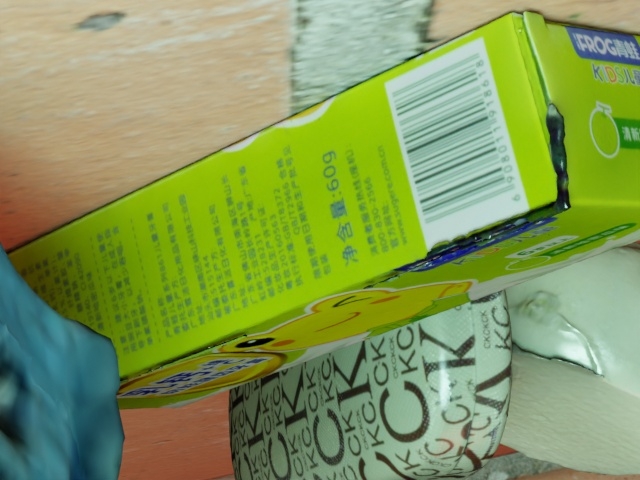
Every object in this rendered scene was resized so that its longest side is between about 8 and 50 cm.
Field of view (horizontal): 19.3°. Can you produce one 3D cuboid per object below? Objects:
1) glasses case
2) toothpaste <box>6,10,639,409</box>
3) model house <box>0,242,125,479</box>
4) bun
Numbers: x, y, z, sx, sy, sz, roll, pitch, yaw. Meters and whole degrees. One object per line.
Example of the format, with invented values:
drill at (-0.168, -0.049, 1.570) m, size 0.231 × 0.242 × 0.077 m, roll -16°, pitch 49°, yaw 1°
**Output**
glasses case at (0.017, 0.083, 1.043) m, size 0.085 × 0.137 × 0.355 m, roll -1°, pitch 164°, yaw -19°
toothpaste at (0.000, 0.000, 0.794) m, size 0.327 × 0.077 × 0.110 m, roll -23°, pitch 166°, yaw 39°
model house at (-0.214, 0.049, 0.528) m, size 0.237 × 0.215 × 0.303 m, roll -16°, pitch 138°, yaw 10°
bun at (0.151, 0.054, 1.084) m, size 0.173 × 0.120 × 0.173 m, roll 18°, pitch 155°, yaw 9°
